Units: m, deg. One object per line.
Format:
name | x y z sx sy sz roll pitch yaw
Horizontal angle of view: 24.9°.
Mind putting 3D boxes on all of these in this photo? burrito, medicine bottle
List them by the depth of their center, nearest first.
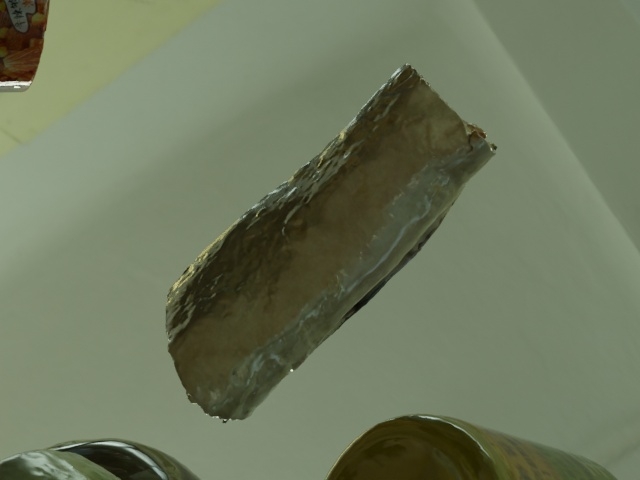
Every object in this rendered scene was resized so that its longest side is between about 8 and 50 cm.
burrito | 0.002 0.001 1.095 0.299 0.105 0.143 -44 -160 -3
medicine bottle | 0.189 0.299 1.330 0.224 0.384 0.224 -18 -118 38

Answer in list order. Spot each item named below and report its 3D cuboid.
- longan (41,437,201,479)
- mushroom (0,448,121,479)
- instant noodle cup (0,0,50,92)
longan | -0.235 0.359 1.542 0.300 0.300 0.243 -33 -159 12
mushroom | -0.143 0.266 0.867 0.164 0.190 0.267 23 -78 25
instant noodle cup | -0.329 -0.225 1.171 0.250 0.192 0.250 -178 -90 -68
